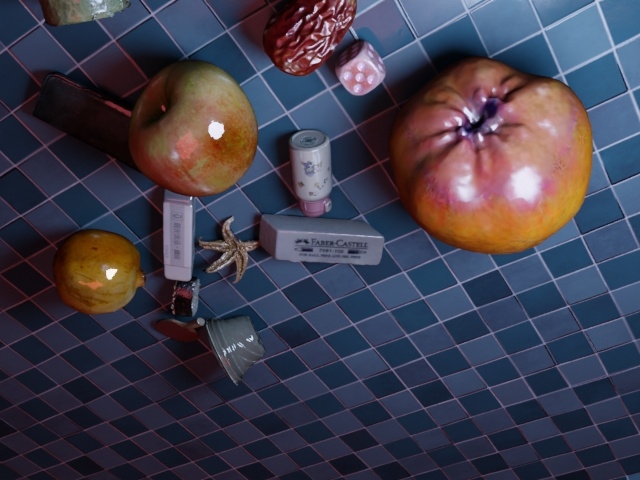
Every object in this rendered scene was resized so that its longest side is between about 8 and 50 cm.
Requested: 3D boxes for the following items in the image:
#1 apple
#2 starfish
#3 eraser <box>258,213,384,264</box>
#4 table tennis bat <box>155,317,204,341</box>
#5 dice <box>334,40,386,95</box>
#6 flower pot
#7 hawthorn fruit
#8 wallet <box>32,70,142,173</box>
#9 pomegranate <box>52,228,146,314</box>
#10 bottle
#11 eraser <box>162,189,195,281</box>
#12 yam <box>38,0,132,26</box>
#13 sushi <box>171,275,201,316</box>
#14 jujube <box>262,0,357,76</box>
[{"bbox_3d":[-0.292,-0.254,1.592,0.319,0.319,0.277,-32,140,27],"label":"apple"},{"bbox_3d":[-0.247,0.026,1.981,0.237,0.057,0.213,-21,123,0],"label":"starfish"},{"bbox_3d":[0.000,0.001,1.909,0.352,0.077,0.111,4,130,-5],"label":"eraser"},{"bbox_3d":[-0.444,0.284,2.178,0.138,0.022,0.246,34,146,-26],"label":"table tennis bat"},{"bbox_3d":[0.093,-0.402,1.572,0.094,0.093,0.091,-29,122,25],"label":"dice"},{"bbox_3d":[-0.262,0.330,2.146,0.140,0.235,0.236,-25,127,-4],"label":"flower pot"},{"bbox_3d":[0.394,-0.179,1.543,0.471,0.472,0.472,2,130,3],"label":"hawthorn fruit"},{"bbox_3d":[-0.569,-0.307,1.736,0.317,0.045,0.172,27,129,-17],"label":"wallet"},{"bbox_3d":[-0.636,0.096,1.942,0.264,0.264,0.264,2,130,3],"label":"pomegranate"},{"bbox_3d":[-0.022,-0.167,1.765,0.109,0.110,0.233,-1,129,5],"label":"bottle"},{"bbox_3d":[-0.408,-0.028,1.942,0.089,0.061,0.352,8,130,-1],"label":"eraser"},{"bbox_3d":[-0.514,-0.607,1.394,0.195,0.195,0.300,1,131,4],"label":"yam"},{"bbox_3d":[-0.421,0.173,2.092,0.078,0.091,0.150,12,131,0],"label":"sushi"},{"bbox_3d":[-0.024,-0.477,1.489,0.155,0.155,0.230,33,118,-21],"label":"jujube"}]
